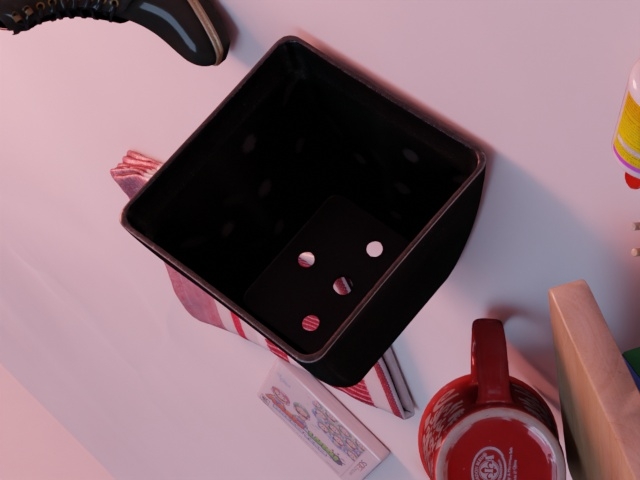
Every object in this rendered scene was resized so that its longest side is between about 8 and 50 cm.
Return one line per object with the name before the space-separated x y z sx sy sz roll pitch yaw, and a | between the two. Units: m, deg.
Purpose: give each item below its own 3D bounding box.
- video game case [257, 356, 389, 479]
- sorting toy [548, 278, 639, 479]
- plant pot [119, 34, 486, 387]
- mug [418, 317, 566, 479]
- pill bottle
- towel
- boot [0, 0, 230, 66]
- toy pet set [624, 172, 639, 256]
video game case | -0.001 0.202 1.456 0.157 0.019 0.143 44 156 8
sorting toy | 0.235 0.182 0.818 0.257 0.089 0.255 70 -179 -53
plant pot | 0.000 0.000 0.960 0.188 0.187 0.167 35 165 25
mug | 0.120 0.146 0.982 0.150 0.113 0.169 61 -176 3
pill bottle | 0.182 -0.071 0.694 0.043 0.043 0.083 37 155 22
towel | -0.062 0.045 1.297 0.329 0.037 0.237 22 147 43
boot | -0.180 -0.178 1.019 0.198 0.137 0.077 43 156 8
toy pet set | 0.239 0.010 0.736 0.122 0.065 0.114 5 98 53
